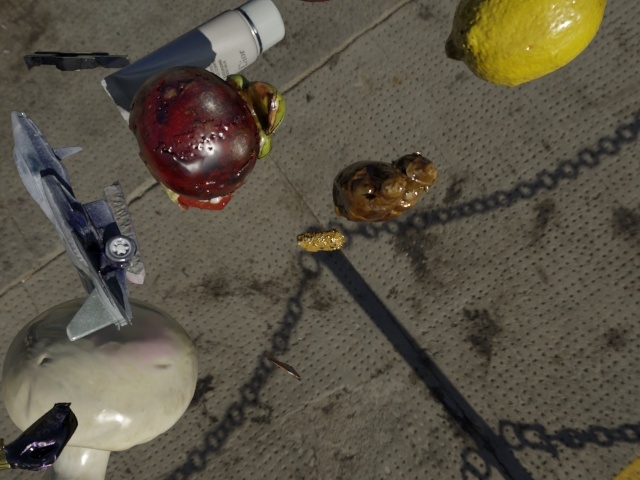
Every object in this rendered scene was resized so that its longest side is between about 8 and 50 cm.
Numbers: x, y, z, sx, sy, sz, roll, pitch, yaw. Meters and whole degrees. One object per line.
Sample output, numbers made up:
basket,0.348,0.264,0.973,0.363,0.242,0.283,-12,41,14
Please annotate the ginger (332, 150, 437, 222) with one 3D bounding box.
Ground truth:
ginger,0.168,-0.129,1.203,0.274,0.357,0.153,-9,87,18

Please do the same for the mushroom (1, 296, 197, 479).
mushroom,-0.388,0.250,0.795,0.315,0.315,0.356,16,55,9

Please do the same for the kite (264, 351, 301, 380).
kite,-0.131,0.455,1.659,0.183,0.241,0.014,31,83,25

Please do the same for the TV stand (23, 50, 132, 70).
TV stand,-0.581,-0.433,1.116,0.249,0.036,0.042,1,40,1

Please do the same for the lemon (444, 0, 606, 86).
lemon,0.407,-0.446,0.930,0.319,0.245,0.245,-17,77,28

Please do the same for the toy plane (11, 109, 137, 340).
toy plane,-0.272,-0.025,0.519,0.088,0.212,0.268,-17,86,-31

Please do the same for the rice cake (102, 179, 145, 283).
rice cake,-0.617,-0.031,1.445,0.064,0.070,0.399,-14,55,-23

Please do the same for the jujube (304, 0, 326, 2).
jujube,-0.026,-0.674,1.105,0.243,0.183,0.184,5,80,13

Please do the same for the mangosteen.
mangosteen,-0.133,-0.135,0.562,0.180,0.166,0.166,-25,77,-19

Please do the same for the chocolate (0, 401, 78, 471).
chocolate,-0.369,0.247,0.544,0.147,0.070,0.072,-21,67,-6

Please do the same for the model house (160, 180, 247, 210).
model house,-0.360,-0.201,1.275,0.160,0.254,0.196,-39,75,21

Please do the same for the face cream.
face cream,-0.204,-0.302,0.776,0.314,0.143,0.089,-37,72,-12

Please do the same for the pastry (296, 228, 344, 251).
pastry,0.000,0.000,1.423,0.140,0.080,0.056,-11,57,11
